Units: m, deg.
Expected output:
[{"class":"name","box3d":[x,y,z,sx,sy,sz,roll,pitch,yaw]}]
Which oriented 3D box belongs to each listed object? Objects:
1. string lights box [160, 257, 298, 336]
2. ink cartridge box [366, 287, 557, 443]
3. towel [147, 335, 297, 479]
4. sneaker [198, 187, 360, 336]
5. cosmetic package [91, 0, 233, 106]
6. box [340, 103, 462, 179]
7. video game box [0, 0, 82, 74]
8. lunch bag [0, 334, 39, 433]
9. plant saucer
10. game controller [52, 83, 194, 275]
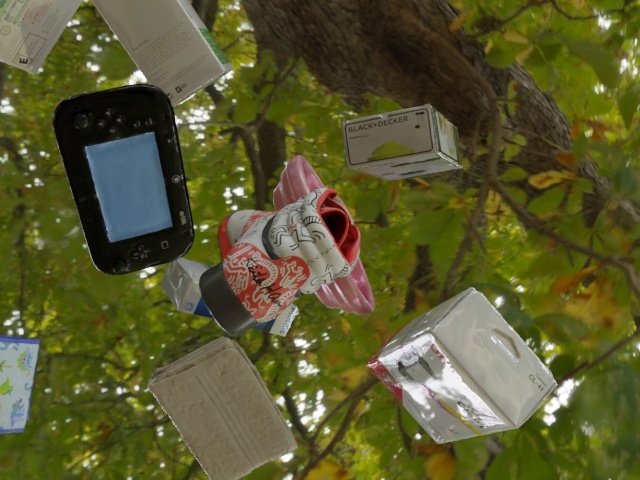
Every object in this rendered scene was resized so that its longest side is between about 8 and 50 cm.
[{"class":"string lights box","box3d":[-0.192,0.117,1.536,0.133,0.259,0.077,38,-75,56]},{"class":"ink cartridge box","box3d":[0.246,0.242,1.343,0.131,0.306,0.226,-40,-94,-25]},{"class":"towel","box3d":[-0.184,0.327,1.380,0.187,0.049,0.282,-27,-71,0]},{"class":"sneaker","box3d":[-0.032,0.001,0.749,0.145,0.270,0.090,-30,-77,8]},{"class":"cosmetic package","box3d":[-0.351,-0.467,1.501,0.155,0.197,0.366,-31,-75,7]},{"class":"box","box3d":[0.163,-0.179,1.385,0.169,0.290,0.087,-8,-93,19]},{"class":"video game box","box3d":[-0.417,-0.336,0.952,0.205,0.187,0.048,-46,-125,23]},{"class":"lunch bag","box3d":[-0.452,0.184,0.946,0.096,0.151,0.129,-2,-102,55]},{"class":"plant saucer","box3d":[0.000,0.000,1.401,0.084,0.332,0.332,-26,-97,7]},{"class":"game controller","box3d":[-0.286,-0.084,1.089,0.166,0.067,0.319,-10,-49,-10]}]
